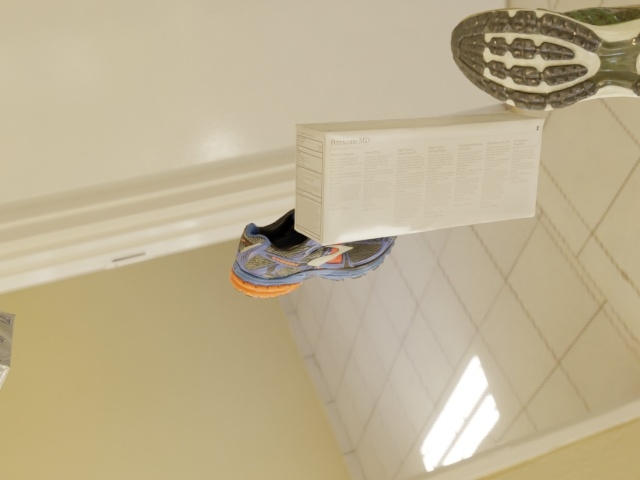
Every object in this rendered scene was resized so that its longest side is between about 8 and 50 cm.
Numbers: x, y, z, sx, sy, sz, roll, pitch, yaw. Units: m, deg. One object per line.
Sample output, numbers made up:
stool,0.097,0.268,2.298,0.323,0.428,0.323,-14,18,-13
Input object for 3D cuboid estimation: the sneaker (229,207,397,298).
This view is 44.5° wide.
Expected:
sneaker,0.000,0.000,0.922,0.083,0.221,0.087,47,145,41

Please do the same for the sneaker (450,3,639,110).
sneaker,0.408,-0.302,1.214,0.182,0.411,0.158,-74,-13,-57

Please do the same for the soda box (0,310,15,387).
soda box,-0.399,0.201,0.780,0.286,0.091,0.098,-61,27,17

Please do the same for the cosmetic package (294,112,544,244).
cosmetic package,0.093,-0.063,0.720,0.060,0.239,0.098,31,123,56
